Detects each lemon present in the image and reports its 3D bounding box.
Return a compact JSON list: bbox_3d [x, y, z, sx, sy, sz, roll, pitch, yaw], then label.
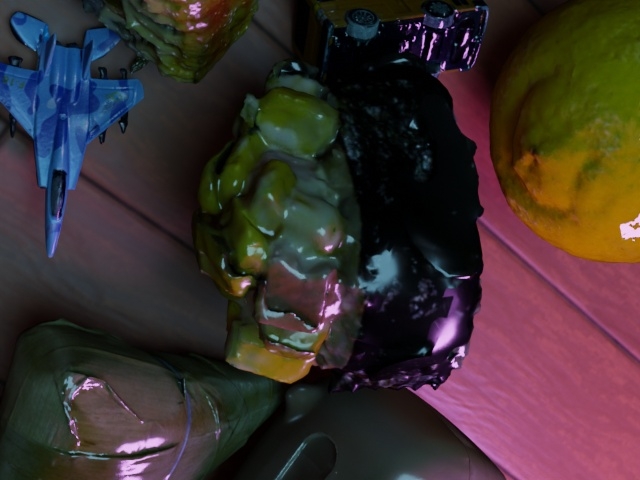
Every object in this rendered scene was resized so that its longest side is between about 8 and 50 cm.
[{"bbox_3d":[0.367,-0.134,1.224,0.348,0.348,0.348,-7,108,-22],"label":"lemon"}]

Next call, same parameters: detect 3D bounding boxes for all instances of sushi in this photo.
[{"bbox_3d":[0.000,0.000,1.110,0.285,0.329,0.328,-3,69,-12],"label":"sushi"},{"bbox_3d":[-0.152,-0.264,0.994,0.184,0.274,0.139,38,71,2],"label":"sushi"}]

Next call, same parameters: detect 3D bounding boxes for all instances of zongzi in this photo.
[{"bbox_3d":[-0.225,0.278,1.195,0.393,0.174,0.356,13,113,-49],"label":"zongzi"}]

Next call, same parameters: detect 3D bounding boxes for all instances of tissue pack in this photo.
[{"bbox_3d":[0.018,0.357,1.236,0.277,0.267,0.387,33,93,-41],"label":"tissue pack"}]

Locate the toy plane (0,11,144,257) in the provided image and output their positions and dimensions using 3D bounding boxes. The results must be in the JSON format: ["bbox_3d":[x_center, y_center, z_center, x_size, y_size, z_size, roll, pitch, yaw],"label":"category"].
[{"bbox_3d":[-0.272,-0.107,1.080,0.169,0.078,0.246,4,97,-24],"label":"toy plane"}]

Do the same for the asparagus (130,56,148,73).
[{"bbox_3d":[-0.165,-0.219,1.133,0.114,0.015,0.014,-40,119,-9],"label":"asparagus"}]

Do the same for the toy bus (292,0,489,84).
[{"bbox_3d":[0.077,-0.241,1.177,0.201,0.114,0.098,-12,139,-20],"label":"toy bus"}]
